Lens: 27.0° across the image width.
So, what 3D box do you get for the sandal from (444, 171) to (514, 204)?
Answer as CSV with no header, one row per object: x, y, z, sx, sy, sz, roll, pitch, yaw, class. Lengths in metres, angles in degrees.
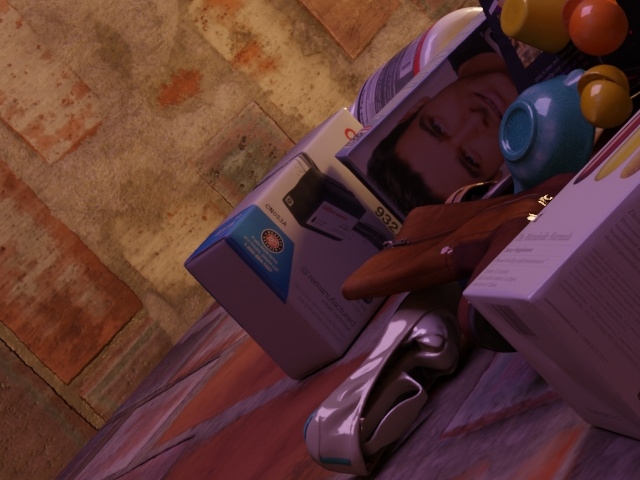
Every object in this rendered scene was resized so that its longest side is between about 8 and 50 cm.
0.173,-0.027,1.584,0.090,0.060,0.219,-8,-29,-48,sandal

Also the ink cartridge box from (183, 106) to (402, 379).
0.000,0.000,1.830,0.129,0.223,0.307,-34,12,51,ink cartridge box

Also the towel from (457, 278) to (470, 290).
0.179,0.017,1.520,0.119,0.029,0.067,-42,8,15,towel

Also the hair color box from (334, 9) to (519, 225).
0.219,-0.177,1.778,0.374,0.185,0.113,-45,8,-2,hair color box

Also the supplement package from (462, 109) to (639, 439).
0.238,-0.003,0.881,0.244,0.134,0.139,-45,8,-9,supplement package

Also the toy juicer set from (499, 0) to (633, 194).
0.260,-0.108,1.392,0.209,0.090,0.328,8,90,64,toy juicer set

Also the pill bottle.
0.178,-0.205,2.076,0.210,0.210,0.363,-47,7,-24,pill bottle

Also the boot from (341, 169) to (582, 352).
0.120,0.020,1.221,0.280,0.096,0.264,-8,31,44,boot

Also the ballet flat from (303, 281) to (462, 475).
0.085,0.128,1.280,0.248,0.086,0.086,-49,9,-27,ballet flat

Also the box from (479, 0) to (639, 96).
0.293,-0.296,1.562,0.165,0.270,0.143,-15,-11,-35,box
